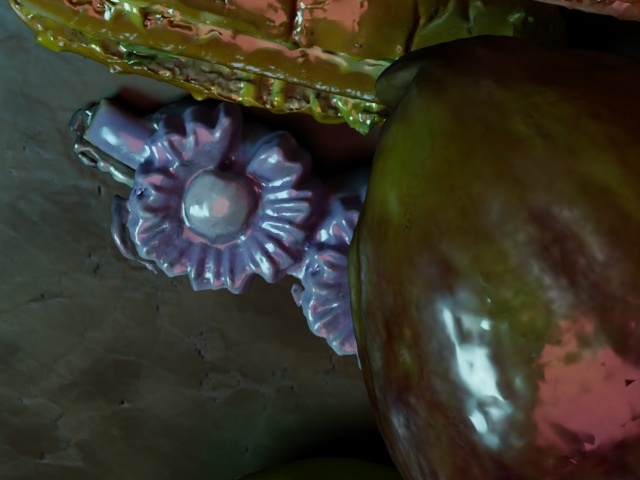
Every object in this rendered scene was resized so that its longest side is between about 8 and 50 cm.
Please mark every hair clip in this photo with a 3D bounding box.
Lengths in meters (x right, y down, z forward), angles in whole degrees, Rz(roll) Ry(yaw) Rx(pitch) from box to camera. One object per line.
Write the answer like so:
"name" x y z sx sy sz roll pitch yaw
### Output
"hair clip" 0.000 0.000 0.629 0.292 0.084 0.106 26 104 -8

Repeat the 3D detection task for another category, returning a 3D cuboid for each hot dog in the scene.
"hot dog" -0.015 -0.102 0.538 0.269 0.072 0.115 12 151 -4

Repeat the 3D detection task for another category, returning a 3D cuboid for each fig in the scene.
"fig" 0.118 0.035 0.489 0.224 0.224 0.263 -31 144 22

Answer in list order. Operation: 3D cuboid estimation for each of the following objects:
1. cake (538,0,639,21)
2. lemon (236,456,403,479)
"cake" 0.061 -0.181 0.448 0.262 0.158 0.160 11 120 -2
"lemon" 0.005 0.221 0.711 0.248 0.184 0.184 -13 124 -8
